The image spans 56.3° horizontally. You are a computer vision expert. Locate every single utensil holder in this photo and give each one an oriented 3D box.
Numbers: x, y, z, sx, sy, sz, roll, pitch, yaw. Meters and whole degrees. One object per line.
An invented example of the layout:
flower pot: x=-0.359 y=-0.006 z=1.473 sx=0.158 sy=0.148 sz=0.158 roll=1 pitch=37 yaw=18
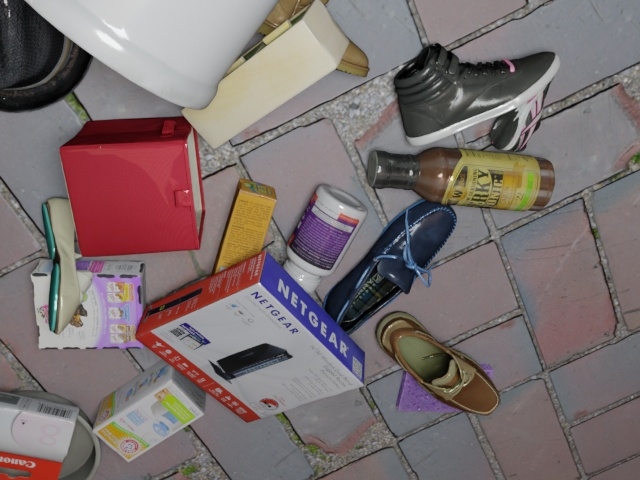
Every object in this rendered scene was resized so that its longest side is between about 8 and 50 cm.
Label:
utensil holder: x=-0.172 y=-0.427 z=0.787 sx=0.327 sy=0.328 sz=0.385 roll=36 pitch=105 yaw=-21

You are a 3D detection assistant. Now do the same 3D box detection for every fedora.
fedora: x=-0.507 y=-0.344 z=0.888 sx=0.333 sy=0.152 sz=0.334 roll=-3 pitch=114 yaw=-6

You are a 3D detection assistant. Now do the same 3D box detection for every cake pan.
cake pan: x=-0.618 y=0.439 z=1.280 sx=0.293 sy=0.054 sz=0.293 roll=-3 pitch=114 yaw=-7

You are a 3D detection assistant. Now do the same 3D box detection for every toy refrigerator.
toy refrigerator: x=-0.094 y=-0.263 z=0.954 sx=0.269 sy=0.102 sz=0.094 roll=-25 pitch=119 yaw=33

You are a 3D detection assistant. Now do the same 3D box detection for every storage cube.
storage cube: x=-0.304 y=-0.094 z=1.013 sx=0.193 sy=0.184 sz=0.215 roll=-3 pitch=115 yaw=-6

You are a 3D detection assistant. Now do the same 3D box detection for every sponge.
sponge: x=0.286 y=0.341 z=1.381 sx=0.210 sy=0.031 sz=0.117 roll=3 pitch=113 yaw=-8

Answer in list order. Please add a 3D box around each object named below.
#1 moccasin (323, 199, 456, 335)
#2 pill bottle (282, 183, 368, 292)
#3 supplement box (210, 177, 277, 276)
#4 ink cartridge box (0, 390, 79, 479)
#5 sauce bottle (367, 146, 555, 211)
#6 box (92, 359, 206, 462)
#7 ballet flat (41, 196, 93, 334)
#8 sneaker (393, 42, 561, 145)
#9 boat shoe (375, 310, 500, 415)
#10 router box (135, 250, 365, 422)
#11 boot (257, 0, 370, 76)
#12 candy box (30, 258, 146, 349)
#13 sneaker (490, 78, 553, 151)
moccasin: x=0.150 y=0.068 z=1.189 sx=0.137 sy=0.117 sz=0.342 roll=34 pitch=106 yaw=-20
pill bottle: x=0.000 y=0.000 z=1.142 sx=0.108 sy=0.108 sz=0.194 roll=24 pitch=108 yaw=-18
supplement box: x=-0.150 y=0.006 z=1.140 sx=0.080 sy=0.078 sz=0.234 roll=12 pitch=113 yaw=-13
ink cartridge box: x=-0.612 y=0.422 z=1.214 sx=0.189 sy=0.066 sz=0.232 roll=17 pitch=106 yaw=-16
sauce bottle: x=0.261 y=-0.118 z=1.127 sx=0.344 sy=0.111 sz=0.112 roll=3 pitch=114 yaw=-9
box: x=-0.353 y=0.348 z=1.250 sx=0.203 sy=0.103 sz=0.114 roll=-33 pitch=114 yaw=7
ballet flat: x=-0.442 y=0.040 z=1.059 sx=0.086 sy=0.086 sz=0.249 roll=-9 pitch=76 yaw=-4
sneaker: x=0.263 y=-0.290 z=1.042 sx=0.295 sy=0.105 sz=0.147 roll=-24 pitch=120 yaw=12
boat shoe: x=0.255 y=0.281 z=1.275 sx=0.324 sy=0.120 sz=0.123 roll=35 pitch=94 yaw=-13
router box: x=-0.127 y=0.201 z=1.152 sx=0.301 sy=0.082 sz=0.335 roll=-25 pitch=125 yaw=26
boot: x=0.025 y=-0.428 z=0.964 sx=0.236 sy=0.089 sz=0.270 roll=21 pitch=108 yaw=-17
candy box: x=-0.440 y=0.124 z=1.154 sx=0.196 sy=0.070 sz=0.165 roll=2 pitch=114 yaw=-10
sneaker: x=0.386 y=-0.247 z=1.120 sx=0.077 sy=0.072 sz=0.178 roll=13 pitch=112 yaw=-39
